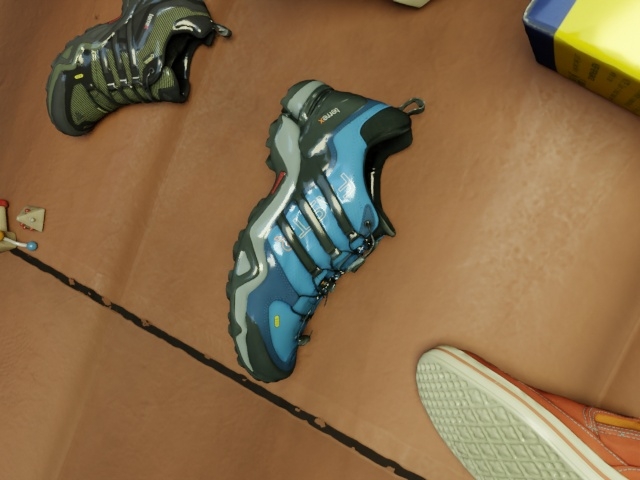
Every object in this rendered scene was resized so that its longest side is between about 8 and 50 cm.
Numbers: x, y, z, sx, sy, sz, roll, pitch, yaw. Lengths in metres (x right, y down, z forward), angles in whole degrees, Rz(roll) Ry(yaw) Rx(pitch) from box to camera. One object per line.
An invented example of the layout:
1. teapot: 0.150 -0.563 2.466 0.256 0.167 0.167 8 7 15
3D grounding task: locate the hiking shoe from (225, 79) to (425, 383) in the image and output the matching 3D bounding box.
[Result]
1. hiking shoe: 0.000 0.000 0.547 0.132 0.113 0.303 14 95 18

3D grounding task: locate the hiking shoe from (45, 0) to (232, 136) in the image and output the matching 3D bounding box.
1. hiking shoe: -0.206 -0.184 0.627 0.227 0.086 0.114 -43 75 13

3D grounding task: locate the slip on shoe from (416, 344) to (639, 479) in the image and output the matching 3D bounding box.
1. slip on shoe: 0.230 0.191 0.489 0.332 0.101 0.122 28 134 27

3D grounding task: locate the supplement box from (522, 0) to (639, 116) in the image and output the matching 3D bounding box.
1. supplement box: 0.349 -0.136 0.378 0.357 0.194 0.195 35 110 14

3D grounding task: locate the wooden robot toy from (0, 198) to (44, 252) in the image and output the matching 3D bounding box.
1. wooden robot toy: -0.432 -0.009 0.706 0.174 0.079 0.076 -16 86 17

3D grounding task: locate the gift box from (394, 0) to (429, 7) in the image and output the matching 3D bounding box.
1. gift box: 0.057 -0.357 0.446 0.276 0.258 0.254 -16 82 49
